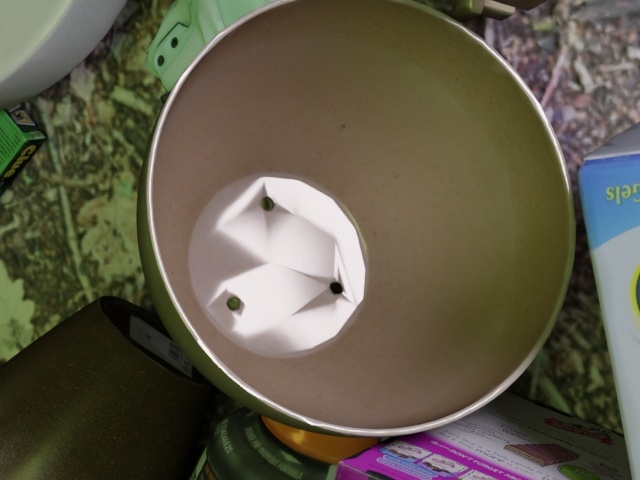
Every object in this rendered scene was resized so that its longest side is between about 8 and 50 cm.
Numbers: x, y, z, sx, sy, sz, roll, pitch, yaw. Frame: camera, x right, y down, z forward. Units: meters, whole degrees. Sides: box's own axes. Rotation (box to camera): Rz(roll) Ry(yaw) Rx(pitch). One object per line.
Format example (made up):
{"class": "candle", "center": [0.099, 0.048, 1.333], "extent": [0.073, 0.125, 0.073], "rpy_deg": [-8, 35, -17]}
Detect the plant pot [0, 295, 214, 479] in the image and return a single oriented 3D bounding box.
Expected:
{"class": "plant pot", "center": [-0.187, 0.163, 1.391], "extent": [0.215, 0.215, 0.230], "rpy_deg": [41, 100, 18]}

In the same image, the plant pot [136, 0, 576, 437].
{"class": "plant pot", "center": [0.000, 0.000, 1.229], "extent": [0.284, 0.284, 0.191], "rpy_deg": [67, 157, 5]}

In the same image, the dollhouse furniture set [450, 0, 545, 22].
{"class": "dollhouse furniture set", "center": [0.099, -0.316, 1.085], "extent": [0.173, 0.355, 0.303], "rpy_deg": [13, 84, -9]}

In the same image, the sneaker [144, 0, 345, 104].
{"class": "sneaker", "center": [-0.093, -0.198, 1.323], "extent": [0.151, 0.094, 0.256], "rpy_deg": [-29, 83, 28]}

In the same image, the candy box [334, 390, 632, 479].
{"class": "candy box", "center": [0.125, 0.172, 1.178], "extent": [0.159, 0.233, 0.071], "rpy_deg": [20, 107, 27]}

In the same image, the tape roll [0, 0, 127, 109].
{"class": "tape roll", "center": [-0.296, -0.290, 1.416], "extent": [0.392, 0.072, 0.392], "rpy_deg": [1, 92, 29]}

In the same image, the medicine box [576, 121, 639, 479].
{"class": "medicine box", "center": [0.318, 0.062, 1.083], "extent": [0.263, 0.149, 0.289], "rpy_deg": [-6, 101, 31]}

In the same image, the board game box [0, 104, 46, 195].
{"class": "board game box", "center": [-0.343, -0.131, 1.516], "extent": [0.136, 0.030, 0.260], "rpy_deg": [-46, 75, 25]}

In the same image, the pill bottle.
{"class": "pill bottle", "center": [-0.041, 0.209, 1.338], "extent": [0.130, 0.130, 0.246], "rpy_deg": [35, 114, 20]}
